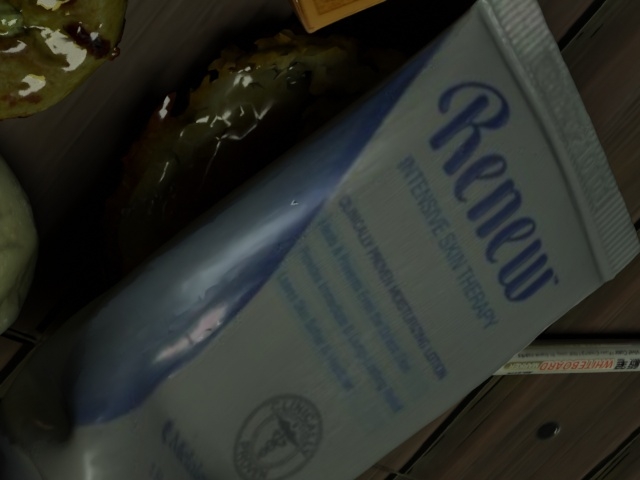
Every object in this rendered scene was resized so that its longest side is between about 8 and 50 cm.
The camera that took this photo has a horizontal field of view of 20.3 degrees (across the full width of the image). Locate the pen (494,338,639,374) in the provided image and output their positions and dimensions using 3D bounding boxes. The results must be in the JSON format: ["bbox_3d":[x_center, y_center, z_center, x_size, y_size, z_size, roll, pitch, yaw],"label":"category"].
[{"bbox_3d":[0.207,0.083,1.296,0.239,0.028,0.028,1,128,-25],"label":"pen"}]

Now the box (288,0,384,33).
[{"bbox_3d":[0.080,-0.225,0.862,0.274,0.174,0.076,-24,134,-3],"label":"box"}]

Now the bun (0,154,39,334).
[{"bbox_3d":[-0.242,0.015,0.978,0.183,0.102,0.183,-13,130,-16],"label":"bun"}]

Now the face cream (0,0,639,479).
[{"bbox_3d":[-0.011,0.053,1.013,0.420,0.137,0.235,-38,128,-8],"label":"face cream"}]

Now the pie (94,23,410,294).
[{"bbox_3d":[-0.001,-0.001,1.085,0.308,0.085,0.308,-12,132,-14],"label":"pie"}]

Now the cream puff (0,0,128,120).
[{"bbox_3d":[-0.169,-0.127,0.898,0.149,0.084,0.149,-16,136,-16],"label":"cream puff"}]
